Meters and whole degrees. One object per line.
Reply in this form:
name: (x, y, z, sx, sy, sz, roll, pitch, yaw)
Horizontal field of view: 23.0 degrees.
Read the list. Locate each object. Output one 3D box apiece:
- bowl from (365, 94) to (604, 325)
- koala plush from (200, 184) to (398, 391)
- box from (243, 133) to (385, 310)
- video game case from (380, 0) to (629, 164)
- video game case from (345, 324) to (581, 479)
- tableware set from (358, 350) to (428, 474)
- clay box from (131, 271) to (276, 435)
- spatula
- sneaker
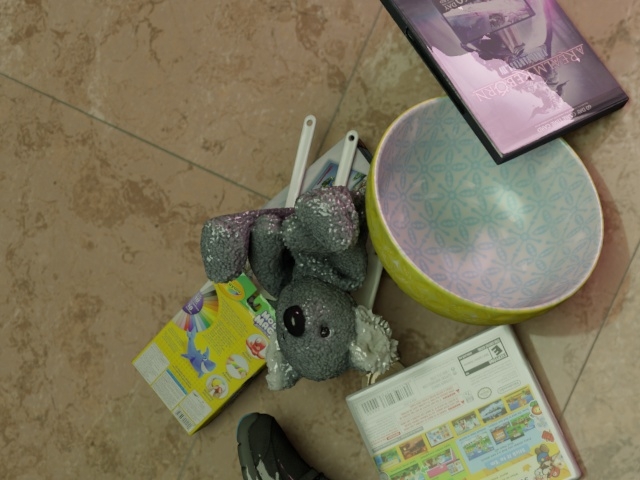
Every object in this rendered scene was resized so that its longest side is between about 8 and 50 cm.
bowl: (0.172, -0.011, 1.852, 0.289, 0.289, 0.156, 59, 150, 18)
koala plush: (-0.006, 0.063, 1.854, 0.196, 0.203, 0.221, -15, 85, 20)
box: (0.000, 0.000, 2.003, 0.233, 0.044, 0.159, -40, 71, 15)
video game case: (0.215, -0.236, 1.881, 0.196, 0.026, 0.274, -25, 69, -24)
video game case: (0.170, 0.236, 1.898, 0.227, 0.026, 0.206, -27, 79, 14)
tableware set: (0.121, 0.214, 1.941, 0.141, 0.020, 0.169, -13, 79, 22)
clay box: (-0.130, 0.132, 2.002, 0.127, 0.053, 0.222, 50, 119, 9)
spatula: (0.011, -0.033, 1.966, 0.168, 0.019, 0.242, 13, 90, 25)
sneaker: (0.017, 0.348, 1.931, 0.139, 0.125, 0.341, -33, 80, 6)
